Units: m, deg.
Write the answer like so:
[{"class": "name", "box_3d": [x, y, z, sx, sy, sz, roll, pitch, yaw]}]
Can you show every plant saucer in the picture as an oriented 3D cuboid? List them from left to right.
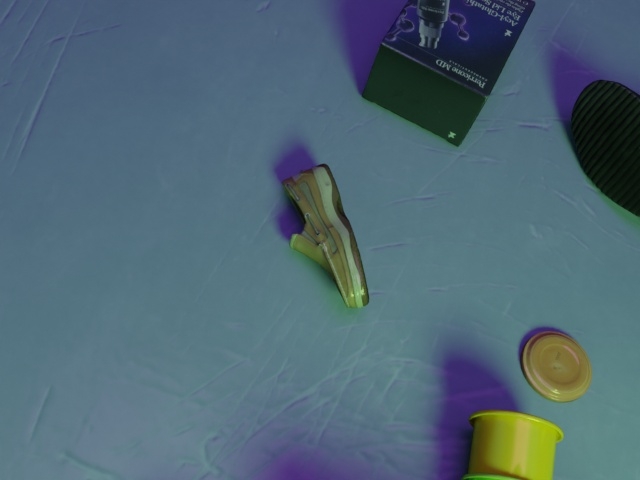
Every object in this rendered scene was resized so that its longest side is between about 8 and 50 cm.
[{"class": "plant saucer", "box_3d": [0.270, 0.142, 0.825, 0.083, 0.013, 0.083, 5, 60, -9]}]

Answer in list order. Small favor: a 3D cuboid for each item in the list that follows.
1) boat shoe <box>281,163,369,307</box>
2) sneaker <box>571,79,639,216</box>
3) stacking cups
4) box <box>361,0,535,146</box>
[{"class": "boat shoe", "box_3d": [0.000, 0.000, 0.829, 0.072, 0.068, 0.190, -16, 55, -5]}, {"class": "sneaker", "box_3d": [0.469, -0.082, 0.943, 0.146, 0.122, 0.330, -19, 65, -40]}, {"class": "stacking cups", "box_3d": [0.167, 0.324, 0.668, 0.096, 0.096, 0.316, 14, 64, -3]}, {"class": "box", "box_3d": [0.172, -0.255, 0.970, 0.153, 0.108, 0.207, 27, 60, 4]}]
